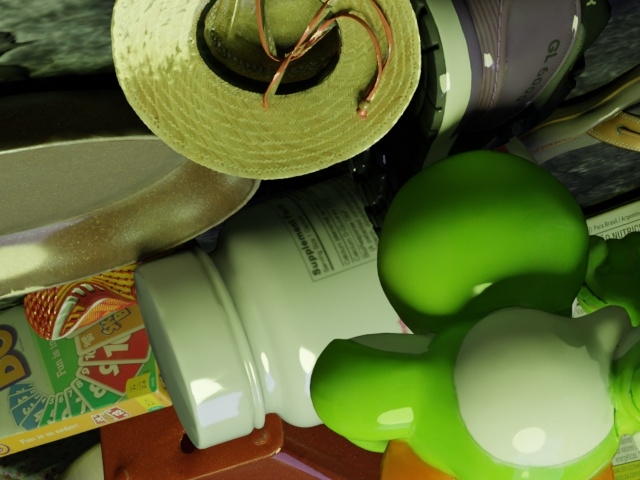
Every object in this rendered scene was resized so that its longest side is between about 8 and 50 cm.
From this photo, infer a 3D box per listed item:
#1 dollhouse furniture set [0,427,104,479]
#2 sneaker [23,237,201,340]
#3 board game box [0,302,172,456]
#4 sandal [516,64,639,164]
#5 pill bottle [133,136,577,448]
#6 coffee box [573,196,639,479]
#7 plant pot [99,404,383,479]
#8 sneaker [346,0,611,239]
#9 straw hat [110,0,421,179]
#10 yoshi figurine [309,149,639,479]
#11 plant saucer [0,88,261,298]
[{"bbox_3d":[-0.261,0.170,1.507,0.303,0.174,0.355,8,-156,41],"label":"dollhouse furniture set"},{"bbox_3d":[-0.154,0.023,1.196,0.175,0.064,0.067,-19,-171,36],"label":"sneaker"},{"bbox_3d":[-0.246,0.112,1.289,0.259,0.124,0.039,-20,143,16],"label":"board game box"},{"bbox_3d":[0.225,-0.083,1.127,0.219,0.060,0.090,-22,166,28],"label":"sandal"},{"bbox_3d":[0.023,0.036,1.108,0.283,0.160,0.160,-20,169,-12],"label":"pill bottle"},{"bbox_3d":[0.373,0.137,1.631,0.338,0.334,0.337,-21,167,36],"label":"coffee box"},{"bbox_3d":[-0.062,0.150,1.425,0.267,0.267,0.235,-20,153,23],"label":"plant pot"},{"bbox_3d":[0.089,-0.077,0.908,0.124,0.107,0.283,-18,168,-13],"label":"sneaker"},{"bbox_3d":[-0.022,-0.101,0.745,0.144,0.144,0.061,-19,-151,20],"label":"straw hat"},{"bbox_3d":[0.174,0.030,0.784,0.362,0.203,0.204,-2,127,12],"label":"yoshi figurine"},{"bbox_3d":[-0.190,-0.023,0.937,0.310,0.050,0.310,-14,168,-3],"label":"plant saucer"}]
